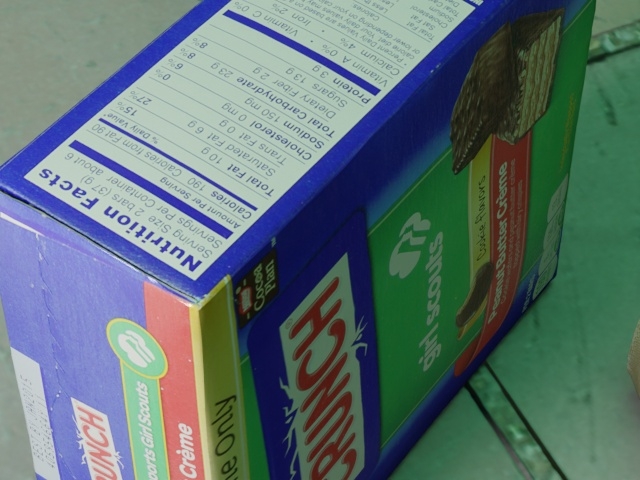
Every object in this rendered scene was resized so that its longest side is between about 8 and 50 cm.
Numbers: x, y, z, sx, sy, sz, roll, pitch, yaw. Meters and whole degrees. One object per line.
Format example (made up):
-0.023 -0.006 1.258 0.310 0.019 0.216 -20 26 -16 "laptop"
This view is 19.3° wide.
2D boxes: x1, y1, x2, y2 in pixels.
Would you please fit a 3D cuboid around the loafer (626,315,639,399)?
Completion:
0.200 0.075 0.965 0.092 0.102 0.268 17 40 12 "loafer"

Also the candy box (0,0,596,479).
0.000 0.000 0.897 0.122 0.268 0.317 28 53 24 "candy box"
